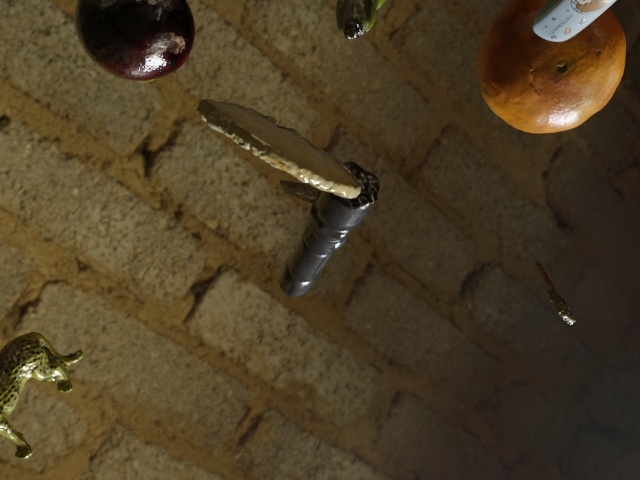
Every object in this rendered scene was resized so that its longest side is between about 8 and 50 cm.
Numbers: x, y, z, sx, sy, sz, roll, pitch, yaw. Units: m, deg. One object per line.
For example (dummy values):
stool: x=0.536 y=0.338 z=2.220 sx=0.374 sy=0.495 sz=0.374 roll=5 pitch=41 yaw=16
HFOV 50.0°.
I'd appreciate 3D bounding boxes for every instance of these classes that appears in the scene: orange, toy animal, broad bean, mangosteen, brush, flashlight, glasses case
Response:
orange: x=0.451 y=-0.350 z=1.346 sx=0.283 sy=0.284 sz=0.226 roll=35 pitch=-156 yaw=-7
toy animal: x=-0.370 y=0.172 z=0.833 sx=0.073 sy=0.181 sz=0.136 roll=10 pitch=138 yaw=23
broad bean: x=0.075 y=-0.400 z=1.098 sx=0.061 sy=0.339 sz=0.077 roll=-13 pitch=123 yaw=31
mangosteen: x=-0.235 y=-0.266 z=0.871 sx=0.152 sy=0.152 sz=0.152 roll=33 pitch=171 yaw=6
brush: x=0.406 y=0.085 z=1.207 sx=0.043 sy=0.014 sz=0.170 roll=38 pitch=-158 yaw=-21
flashlight: x=0.000 y=0.000 z=1.325 sx=0.103 sy=0.103 sz=0.424 roll=34 pitch=147 yaw=2
glasses case: x=0.396 y=-0.364 z=1.055 sx=0.067 sy=0.045 sz=0.178 roll=19 pitch=161 yaw=-11

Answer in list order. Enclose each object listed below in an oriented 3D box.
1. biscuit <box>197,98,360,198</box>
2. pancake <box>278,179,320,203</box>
biscuit: x=-0.048 y=-0.125 z=0.922 sx=0.265 sy=0.040 sz=0.188 roll=23 pitch=-163 yaw=-36
pancake: x=-0.017 y=-0.095 z=1.378 sx=0.139 sy=0.022 sz=0.139 roll=13 pitch=-169 yaw=-3
